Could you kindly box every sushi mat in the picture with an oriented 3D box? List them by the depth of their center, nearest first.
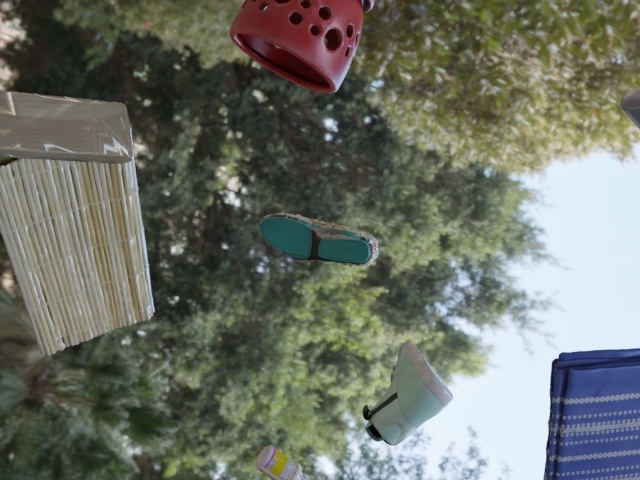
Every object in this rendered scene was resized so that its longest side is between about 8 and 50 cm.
[{"bbox_3d":[-0.267,0.010,0.913,0.019,0.151,0.317,53,-27,34],"label":"sushi mat"}]

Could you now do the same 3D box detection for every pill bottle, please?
[{"bbox_3d":[-0.061,0.367,1.306,0.043,0.083,0.043,-48,-167,15],"label":"pill bottle"}]

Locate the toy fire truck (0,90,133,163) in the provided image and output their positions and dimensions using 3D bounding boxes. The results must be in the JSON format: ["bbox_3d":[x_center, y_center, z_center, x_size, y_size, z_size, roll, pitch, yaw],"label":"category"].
[{"bbox_3d":[-0.222,-0.142,0.479,0.246,0.158,0.217,51,45,-71],"label":"toy fire truck"}]

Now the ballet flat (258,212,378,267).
[{"bbox_3d":[0.000,0.000,1.574,0.077,0.240,0.091,-28,132,-68],"label":"ballet flat"}]

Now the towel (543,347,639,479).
[{"bbox_3d":[0.369,0.280,0.966,0.040,0.243,0.336,-125,-146,-69],"label":"towel"}]

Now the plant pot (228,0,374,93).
[{"bbox_3d":[-0.020,-0.345,1.260,0.174,0.191,0.191,-61,-150,-5],"label":"plant pot"}]

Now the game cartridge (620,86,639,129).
[{"bbox_3d":[0.472,-0.099,0.871,0.062,0.198,0.297,-43,-167,-8],"label":"game cartridge"}]

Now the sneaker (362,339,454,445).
[{"bbox_3d":[0.126,0.256,1.366,0.151,0.094,0.256,-40,-177,2],"label":"sneaker"}]
